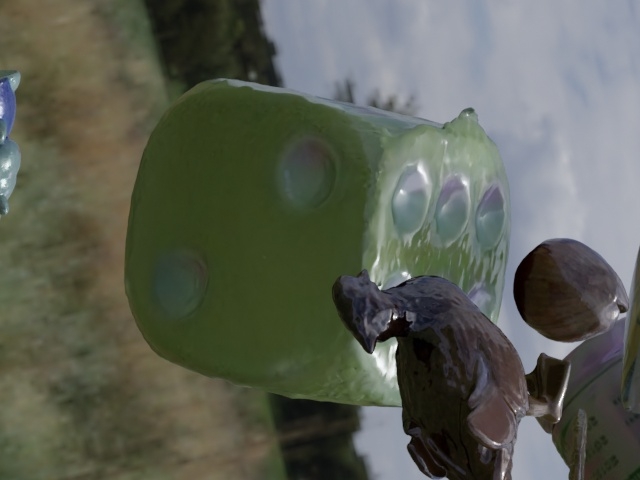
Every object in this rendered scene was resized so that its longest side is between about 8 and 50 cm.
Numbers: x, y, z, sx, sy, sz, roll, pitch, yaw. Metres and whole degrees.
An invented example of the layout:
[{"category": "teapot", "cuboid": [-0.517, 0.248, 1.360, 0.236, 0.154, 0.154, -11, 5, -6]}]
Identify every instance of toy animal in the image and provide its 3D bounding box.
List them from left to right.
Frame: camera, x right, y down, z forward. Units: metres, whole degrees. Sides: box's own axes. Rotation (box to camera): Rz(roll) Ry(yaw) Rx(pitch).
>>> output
[{"category": "toy animal", "cuboid": [0.082, 0.102, 1.120, 0.179, 0.089, 0.188, 23, 44, -39]}]

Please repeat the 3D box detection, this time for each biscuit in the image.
[{"category": "biscuit", "cuboid": [0.252, 0.224, 1.708, 0.120, 0.015, 0.120, 4, 90, -80]}]

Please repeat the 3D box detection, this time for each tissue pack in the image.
[{"category": "tissue pack", "cuboid": [0.290, 0.067, 1.473, 0.148, 0.060, 0.109, -70, 169, -59]}]

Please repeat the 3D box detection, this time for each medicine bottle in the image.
[{"category": "medicine bottle", "cuboid": [0.409, 0.260, 1.967, 0.325, 0.212, 0.212, 57, -12, 27]}]

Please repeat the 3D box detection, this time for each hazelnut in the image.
[{"category": "hazelnut", "cuboid": [0.185, 0.038, 1.280, 0.086, 0.086, 0.086, 166, -90, -87]}]

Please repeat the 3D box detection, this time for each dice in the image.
[{"category": "dice", "cuboid": [0.000, 0.000, 1.473, 0.252, 0.249, 0.255, 5, 93, -57]}]

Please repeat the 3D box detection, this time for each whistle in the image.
[{"category": "whistle", "cuboid": [-0.342, -0.125, 1.700, 0.110, 0.092, 0.244, 16, -65, 46]}]
